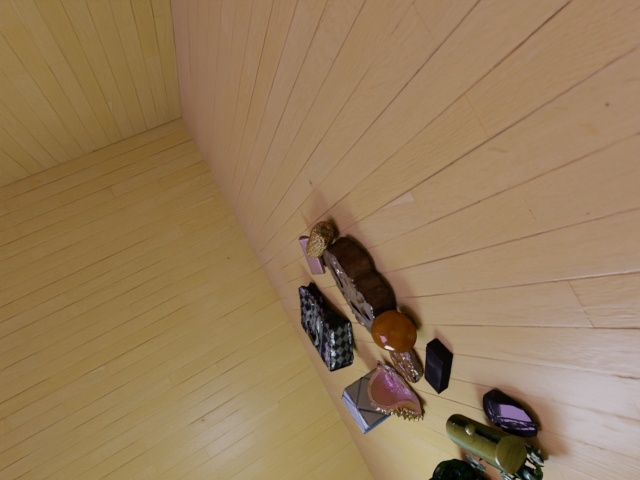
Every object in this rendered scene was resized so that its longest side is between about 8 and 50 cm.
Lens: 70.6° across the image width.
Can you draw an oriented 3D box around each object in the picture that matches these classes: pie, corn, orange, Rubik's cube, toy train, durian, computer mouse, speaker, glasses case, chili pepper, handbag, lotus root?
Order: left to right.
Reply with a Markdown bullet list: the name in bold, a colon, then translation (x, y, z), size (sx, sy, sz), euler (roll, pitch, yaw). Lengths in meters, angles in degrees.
- **glasses case**: translation (-0.014, 0.058, 2.067), size (0.102, 0.070, 0.194), euler (-7, 110, 42)
- **corn**: translation (0.000, 0.000, 1.862), size (0.101, 0.101, 0.310), euler (58, 165, 13)
- **handbag**: translation (0.012, 0.437, 2.389), size (0.416, 0.180, 0.317), euler (-134, 32, -54)
- **lotus root**: translation (0.140, 0.180, 1.730), size (0.390, 0.111, 0.375), euler (58, 164, 4)
- **Rubik's cube**: translation (0.239, 0.754, 2.127), size (0.207, 0.205, 0.205), euler (55, 161, 24)
- **orange**: translation (0.251, 0.306, 1.532), size (0.159, 0.159, 0.136), euler (26, 98, 62)
- **durian**: translation (0.339, 0.684, 1.939), size (0.305, 0.185, 0.195), euler (32, 169, 44)
- **pie**: translation (0.323, 0.458, 1.719), size (0.195, 0.046, 0.195), euler (54, 161, 29)
- **speaker**: translation (0.384, 0.416, 1.486), size (0.082, 0.044, 0.218), euler (47, 157, 39)
- **chili pepper**: translation (0.509, 0.947, 1.630), size (0.248, 0.233, 0.257), euler (43, 161, 55)
- **toy train**: translation (0.489, 0.578, 1.283), size (0.189, 0.126, 0.307), euler (56, 164, -2)
- **computer mouse**: translation (0.498, 0.470, 1.219), size (0.106, 0.062, 0.192), euler (64, 164, -8)
